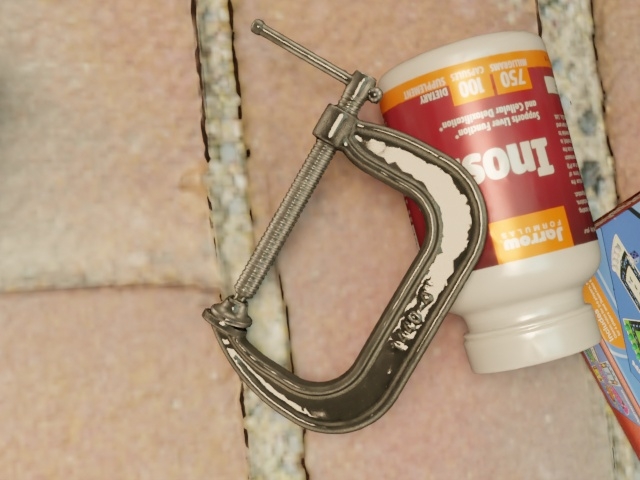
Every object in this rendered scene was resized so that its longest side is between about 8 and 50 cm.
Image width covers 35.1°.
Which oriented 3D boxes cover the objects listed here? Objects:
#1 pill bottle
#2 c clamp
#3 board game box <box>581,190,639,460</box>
[{"bbox_3d":[0.086,-0.017,0.492,0.086,0.086,0.152,-14,87,-23],"label":"pill bottle"},{"bbox_3d":[0.000,0.000,0.460,0.137,0.022,0.161,25,92,8],"label":"c clamp"},{"bbox_3d":[0.241,0.100,0.569,0.145,0.027,0.281,-30,94,-25],"label":"board game box"}]
